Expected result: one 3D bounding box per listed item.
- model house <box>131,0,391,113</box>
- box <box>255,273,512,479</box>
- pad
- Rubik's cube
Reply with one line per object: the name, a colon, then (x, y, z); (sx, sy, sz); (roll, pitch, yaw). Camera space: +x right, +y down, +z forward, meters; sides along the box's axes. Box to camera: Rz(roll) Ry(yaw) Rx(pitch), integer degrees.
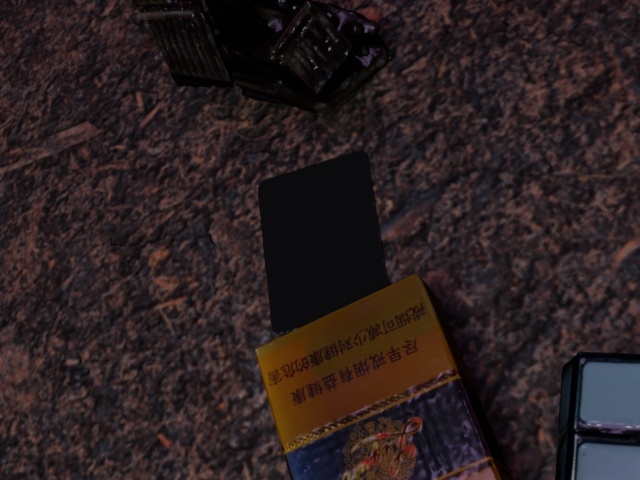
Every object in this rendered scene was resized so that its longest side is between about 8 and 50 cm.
model house: (-0.052, -0.197, 0.910); (0.203, 0.164, 0.141); (11, 78, 26)
box: (0.054, 0.163, 0.756); (0.152, 0.070, 0.237); (-26, 61, 11)
pad: (0.000, 0.000, 0.890); (0.112, 0.003, 0.157); (-16, 62, 17)
Rubik's cube: (0.235, 0.171, 0.609); (0.163, 0.162, 0.161); (0, 63, 23)
